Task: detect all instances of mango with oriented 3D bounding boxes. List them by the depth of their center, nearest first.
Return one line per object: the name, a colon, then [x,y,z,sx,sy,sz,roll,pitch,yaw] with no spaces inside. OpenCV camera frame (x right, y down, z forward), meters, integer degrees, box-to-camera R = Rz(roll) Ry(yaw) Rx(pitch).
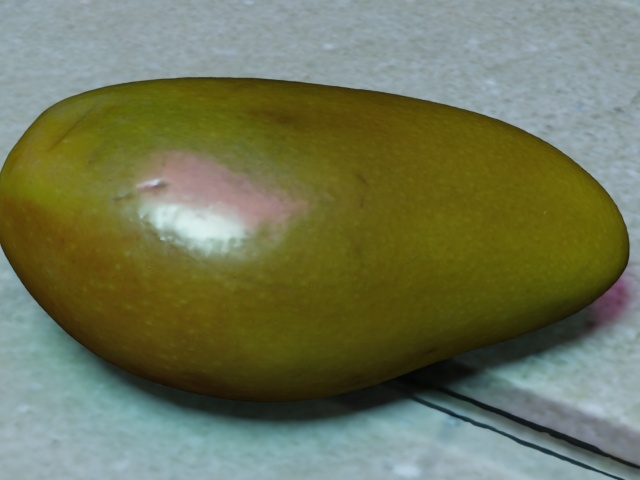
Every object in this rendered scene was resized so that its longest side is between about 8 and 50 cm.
mango: [0.000,0.000,0.663,0.253,0.113,0.138,3,37,-11]
